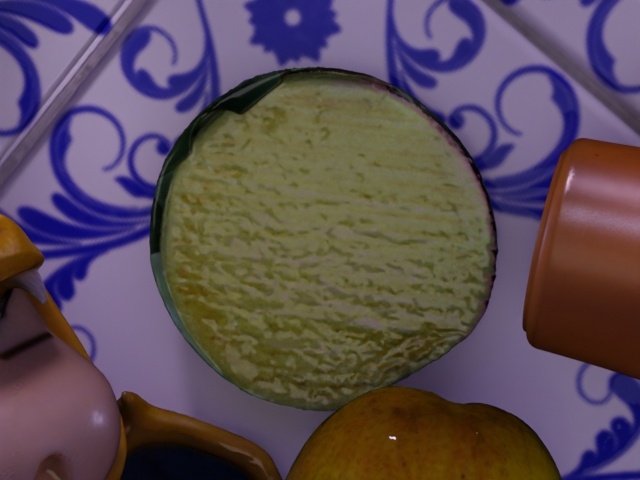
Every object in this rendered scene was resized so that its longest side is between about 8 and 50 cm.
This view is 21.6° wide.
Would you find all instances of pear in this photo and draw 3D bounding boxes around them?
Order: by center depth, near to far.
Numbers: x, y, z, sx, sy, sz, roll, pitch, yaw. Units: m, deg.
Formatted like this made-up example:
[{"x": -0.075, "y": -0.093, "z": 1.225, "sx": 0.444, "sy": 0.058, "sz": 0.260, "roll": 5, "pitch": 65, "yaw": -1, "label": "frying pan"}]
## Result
[{"x": 0.064, "y": 0.186, "z": 1.036, "sx": 0.200, "sy": 0.200, "sz": 0.200, "roll": 1, "pitch": 101, "yaw": 8, "label": "pear"}]

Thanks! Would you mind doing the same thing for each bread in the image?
[{"x": 0.000, "y": 0.000, "z": 1.089, "sx": 0.228, "sy": 0.033, "sz": 0.228, "roll": 1, "pitch": 99, "yaw": 7, "label": "bread"}]

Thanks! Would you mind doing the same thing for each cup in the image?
[{"x": 0.263, "y": 0.009, "z": 0.981, "sx": 0.264, "sy": 0.182, "sz": 0.226, "roll": 13, "pitch": 119, "yaw": 12, "label": "cup"}]

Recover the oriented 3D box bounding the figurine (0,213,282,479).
[{"x": -0.250, "y": 0.179, "z": 1.042, "sx": 0.401, "sy": 0.268, "sz": 0.387, "roll": -15, "pitch": 101, "yaw": 15, "label": "figurine"}]
